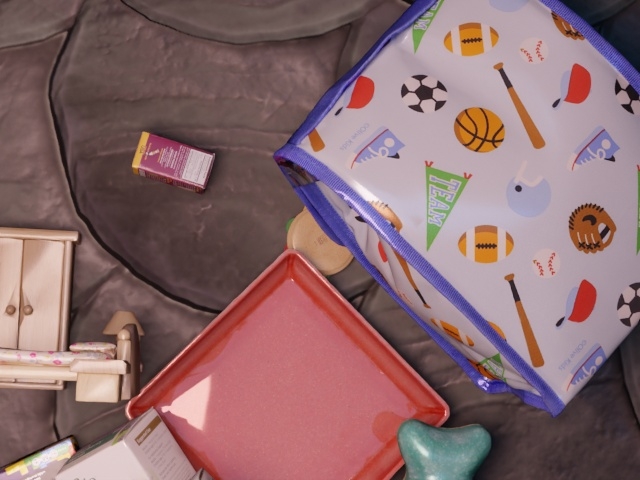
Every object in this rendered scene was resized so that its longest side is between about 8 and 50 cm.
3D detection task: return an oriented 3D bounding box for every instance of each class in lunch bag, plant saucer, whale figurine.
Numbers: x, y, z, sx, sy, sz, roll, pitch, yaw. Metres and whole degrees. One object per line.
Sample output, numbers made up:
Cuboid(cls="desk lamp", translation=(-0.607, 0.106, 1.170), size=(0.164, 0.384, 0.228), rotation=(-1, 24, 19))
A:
Cuboid(cls="lunch bag", translation=(0.185, -0.067, 1.218), size=(0.385, 0.239, 0.328), rotation=(45, 78, -11))
Cuboid(cls="plant saucer", translation=(-0.035, 0.187, 1.260), size=(0.258, 0.048, 0.259), rotation=(-44, 92, -9))
Cuboid(cls="whale figurine", translation=(0.121, 0.329, 1.203), size=(0.216, 0.141, 0.271), rotation=(8, 95, -9))

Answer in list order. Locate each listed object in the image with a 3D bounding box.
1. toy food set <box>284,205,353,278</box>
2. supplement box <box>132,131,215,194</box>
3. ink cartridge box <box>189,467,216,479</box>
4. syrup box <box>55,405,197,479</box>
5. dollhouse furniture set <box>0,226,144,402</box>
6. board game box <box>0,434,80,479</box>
Cuboid(cls="toy food set", translation=(0.000, 0.000, 1.296), size=(0.083, 0.020, 0.082), rotation=(44, 81, -2))
Cuboid(cls="supplement box", translation=(-0.162, -0.085, 1.266), size=(0.083, 0.055, 0.043), rotation=(18, 82, -6))
Cuboid(cls="ink cartridge box", translation=(-0.110, 0.433, 1.106), size=(0.307, 0.072, 0.303), rotation=(44, 93, -1))
Cuboid(cls="syrup box", translation=(-0.160, 0.303, 1.183), size=(0.093, 0.096, 0.236), rotation=(-31, 96, 17))
Cuboid(cls="dollhouse furniture set", translation=(-0.321, 0.057, 1.081), size=(0.303, 0.355, 0.173), rotation=(2, 83, -6))
Cuboid(cls="board game box", translation=(-0.313, 0.306, 1.213), size=(0.170, 0.048, 0.141), rotation=(-24, 90, -9))
